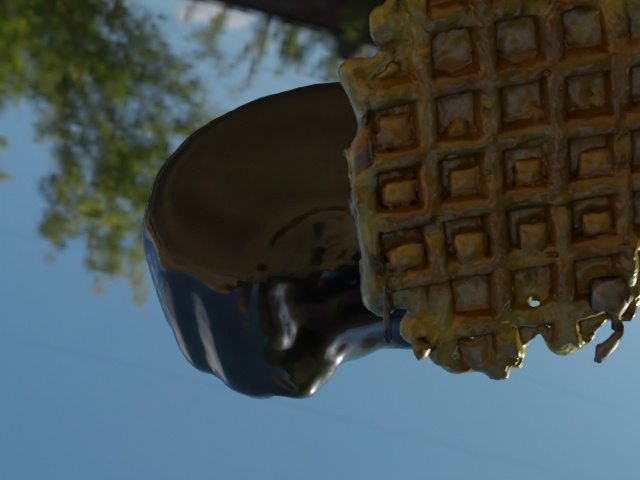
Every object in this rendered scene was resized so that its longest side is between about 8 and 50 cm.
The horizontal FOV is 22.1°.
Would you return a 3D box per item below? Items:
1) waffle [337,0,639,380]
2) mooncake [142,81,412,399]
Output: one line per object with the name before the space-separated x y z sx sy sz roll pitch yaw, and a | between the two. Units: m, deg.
waffle | 0.123 -0.054 1.026 0.262 0.280 0.060 38 -169 -14
mooncake | 0.000 0.000 1.627 0.351 0.187 0.351 -8 -140 7
